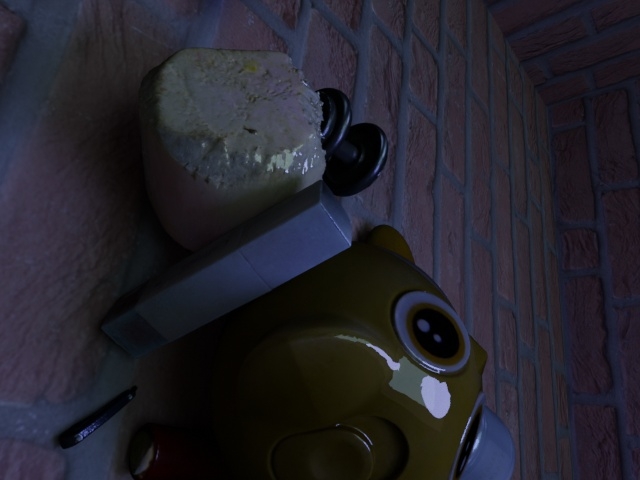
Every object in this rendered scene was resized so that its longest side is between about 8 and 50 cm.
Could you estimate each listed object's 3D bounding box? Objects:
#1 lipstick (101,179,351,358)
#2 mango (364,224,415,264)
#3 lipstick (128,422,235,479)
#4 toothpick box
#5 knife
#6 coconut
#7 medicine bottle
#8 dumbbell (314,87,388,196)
[{"bbox_3d":[-0.134,0.047,0.630,0.080,0.371,0.076,53,20,-24],"label":"lipstick"},{"bbox_3d":[0.169,0.083,1.148,0.176,0.139,0.255,53,40,-31],"label":"mango"},{"bbox_3d":[-0.179,0.342,0.728,0.241,0.080,0.080,28,61,-42],"label":"lipstick"},{"bbox_3d":[0.042,0.209,0.705,0.425,0.408,0.409,-61,132,-77],"label":"toothpick box"},{"bbox_3d":[-0.306,0.245,0.645,0.121,0.031,0.018,-34,107,-53],"label":"knife"},{"bbox_3d":[-0.135,-0.124,0.735,0.297,0.310,0.298,6,60,-11],"label":"coconut"},{"bbox_3d":[0.295,0.466,1.116,0.306,0.245,0.245,43,51,-23],"label":"medicine bottle"},{"bbox_3d":[0.029,-0.213,1.017,0.289,0.192,0.192,27,61,-44],"label":"dumbbell"}]
